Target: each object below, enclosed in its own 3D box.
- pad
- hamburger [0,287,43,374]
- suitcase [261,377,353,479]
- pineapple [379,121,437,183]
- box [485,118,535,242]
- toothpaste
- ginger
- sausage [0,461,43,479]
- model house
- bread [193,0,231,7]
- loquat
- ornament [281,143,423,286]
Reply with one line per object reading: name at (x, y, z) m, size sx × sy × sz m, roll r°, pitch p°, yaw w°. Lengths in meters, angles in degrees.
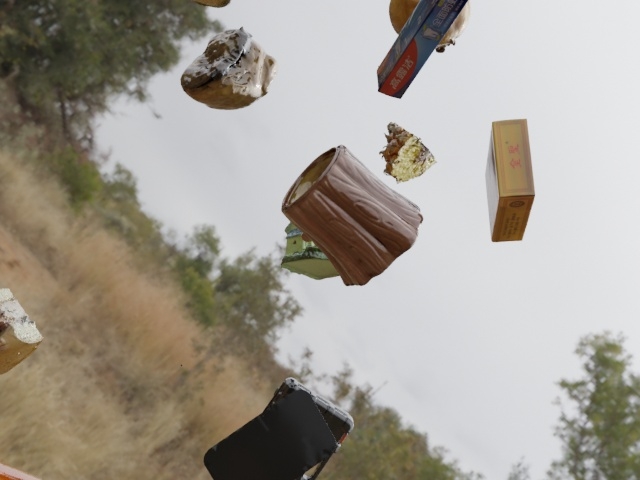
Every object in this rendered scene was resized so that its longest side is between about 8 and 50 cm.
pad at (-0.142, 0.354, 1.632) m, size 0.323 × 0.250 × 0.055 m, roll 58°, pitch -13°, yaw 2°
hamburger at (-0.717, 0.208, 1.797) m, size 0.155 × 0.245 × 0.282 m, roll 50°, pitch 9°, yaw 1°
suitcase at (-0.075, 0.498, 1.968) m, size 0.206 × 0.285 × 0.066 m, roll 34°, pitch 1°, yaw -9°
pineapple at (0.213, -0.256, 2.319) m, size 0.164 × 0.140 × 0.250 m, roll 44°, pitch 8°, yaw 18°
box at (0.403, -0.120, 1.742) m, size 0.274 × 0.076 × 0.174 m, roll 68°, pitch 18°, yaw -69°
toothpaste at (0.221, -0.451, 1.789) m, size 0.066 × 0.076 × 0.320 m, roll 13°, pitch -38°, yaw -18°
ginger at (-0.258, -0.460, 2.300) m, size 0.201 × 0.269 × 0.223 m, roll 6°, pitch -31°, yaw 38°
sausage at (-0.458, 0.336, 1.139) m, size 0.053 × 0.053 × 0.347 m, roll 46°, pitch -15°, yaw 20°
model house at (0.000, 0.000, 2.444) m, size 0.195 × 0.189 × 0.214 m, roll -16°, pitch -26°, yaw 38°
bread at (-0.331, -0.655, 1.976) m, size 0.267 × 0.040 × 0.267 m, roll 24°, pitch -9°, yaw 4°
loquat at (0.300, -0.638, 2.242) m, size 0.238 × 0.238 × 0.193 m, roll 50°, pitch -9°, yaw -1°
ornament at (0.060, -0.059, 1.596) m, size 0.218 × 0.221 × 0.235 m, roll 42°, pitch -26°, yaw -15°
